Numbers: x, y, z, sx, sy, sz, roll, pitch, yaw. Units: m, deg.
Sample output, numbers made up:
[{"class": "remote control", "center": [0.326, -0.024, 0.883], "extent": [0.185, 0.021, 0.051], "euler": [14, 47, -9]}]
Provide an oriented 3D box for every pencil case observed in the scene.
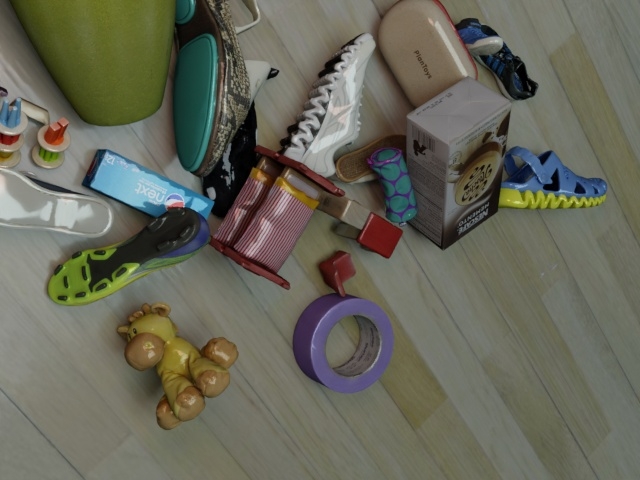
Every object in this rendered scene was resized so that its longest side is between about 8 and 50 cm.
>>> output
[{"class": "pencil case", "center": [0.142, -0.105, 1.575], "extent": [0.070, 0.064, 0.151], "euler": [-19, 122, 1]}]

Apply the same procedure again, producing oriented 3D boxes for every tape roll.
[{"class": "tape roll", "center": [0.046, 0.201, 1.610], "extent": [0.189, 0.080, 0.188], "euler": [-3, 97, -29]}]

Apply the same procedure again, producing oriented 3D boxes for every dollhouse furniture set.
[{"class": "dollhouse furniture set", "center": [-0.490, -0.185, 1.283], "extent": [0.114, 0.091, 0.081], "euler": [25, 98, -31]}, {"class": "dollhouse furniture set", "center": [0.000, 0.000, 1.481], "extent": [0.374, 0.152, 0.201], "euler": [28, 91, -41]}]

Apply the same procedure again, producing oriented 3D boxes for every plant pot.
[{"class": "plant pot", "center": [-0.335, -0.336, 1.251], "extent": [0.275, 0.275, 0.293], "euler": [-22, 128, -25]}]

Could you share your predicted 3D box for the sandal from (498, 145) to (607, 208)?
[{"class": "sandal", "center": [0.515, -0.137, 1.811], "extent": [0.318, 0.126, 0.138], "euler": [0, 91, -30]}]

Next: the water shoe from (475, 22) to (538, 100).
[{"class": "water shoe", "center": [0.397, -0.388, 1.739], "extent": [0.203, 0.080, 0.073], "euler": [46, 73, -25]}]

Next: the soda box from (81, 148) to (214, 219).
[{"class": "soda box", "center": [-0.295, -0.081, 1.400], "extent": [0.210, 0.067, 0.071], "euler": [27, 83, -28]}]

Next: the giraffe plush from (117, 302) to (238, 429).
[{"class": "giraffe plush", "center": [-0.259, 0.191, 1.389], "extent": [0.181, 0.210, 0.170], "euler": [-42, 110, 8]}]

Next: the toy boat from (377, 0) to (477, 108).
[{"class": "toy boat", "center": [0.220, -0.381, 1.625], "extent": [0.231, 0.151, 0.151], "euler": [59, 32, -13]}]

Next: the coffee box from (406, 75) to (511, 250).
[{"class": "coffee box", "center": [0.264, -0.145, 1.590], "extent": [0.168, 0.119, 0.297], "euler": [-35, 145, -21]}]

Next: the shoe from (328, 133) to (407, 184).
[{"class": "shoe", "center": [0.107, -0.160, 1.625], "extent": [0.219, 0.058, 0.076], "euler": [-18, 84, -30]}]

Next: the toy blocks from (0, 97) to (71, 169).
[{"class": "toy blocks", "center": [-0.447, -0.169, 1.259], "extent": [0.123, 0.148, 0.054], "euler": [-3, 65, -28]}]

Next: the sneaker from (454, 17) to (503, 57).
[{"class": "sneaker", "center": [0.314, -0.418, 1.651], "extent": [0.058, 0.152, 0.084], "euler": [9, 85, -25]}]

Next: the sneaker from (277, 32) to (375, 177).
[{"class": "sneaker", "center": [0.032, -0.252, 1.532], "extent": [0.118, 0.110, 0.292], "euler": [30, 88, -14]}]

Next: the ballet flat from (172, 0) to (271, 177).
[{"class": "ballet flat", "center": [-0.176, -0.353, 1.375], "extent": [0.182, 0.164, 0.482], "euler": [-11, 91, -37]}]

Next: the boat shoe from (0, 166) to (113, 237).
[{"class": "boat shoe", "center": [-0.463, -0.062, 1.304], "extent": [0.255, 0.079, 0.095], "euler": [9, 89, -32]}]

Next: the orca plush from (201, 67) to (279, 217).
[{"class": "orca plush", "center": [-0.134, -0.181, 1.458], "extent": [0.151, 0.102, 0.287], "euler": [28, 81, -28]}]

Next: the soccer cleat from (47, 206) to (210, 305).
[{"class": "soccer cleat", "center": [-0.314, 0.040, 1.361], "extent": [0.289, 0.121, 0.093], "euler": [-27, 68, 3]}]
